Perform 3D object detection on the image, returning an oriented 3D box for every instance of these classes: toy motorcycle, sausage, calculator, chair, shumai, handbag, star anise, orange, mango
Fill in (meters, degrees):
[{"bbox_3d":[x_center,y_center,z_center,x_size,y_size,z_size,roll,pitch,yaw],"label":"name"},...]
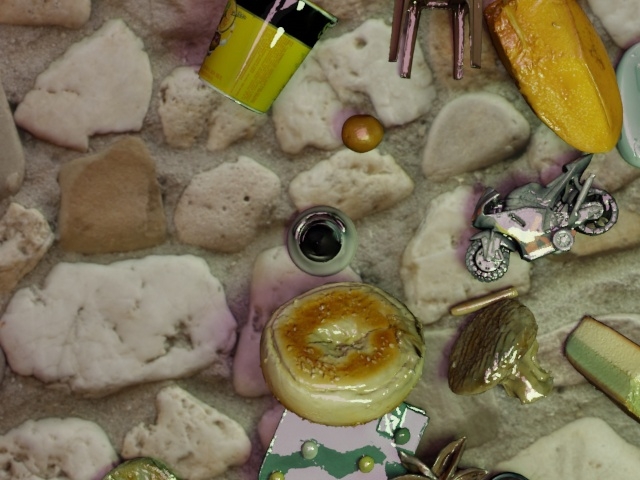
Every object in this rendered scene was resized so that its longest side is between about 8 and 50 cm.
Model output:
[{"bbox_3d":[0.400,-0.045,1.885,0.307,0.108,0.173,-24,81,1],"label":"toy motorcycle"},{"bbox_3d":[0.313,0.118,1.925,0.132,0.024,0.024,-19,87,3],"label":"sausage"},{"bbox_3d":[0.648,-0.237,1.899,0.186,0.041,0.298,-5,86,5],"label":"calculator"},{"bbox_3d":[0.223,-0.472,1.873,0.176,0.183,0.326,3,89,4],"label":"chair"},{"bbox_3d":[0.344,0.225,1.872,0.153,0.161,0.209,38,72,-16],"label":"shumai"},{"bbox_3d":[0.035,0.398,1.902,0.269,0.100,0.274,24,91,6],"label":"handbag"},{"bbox_3d":[0.218,0.474,1.851,0.212,0.073,0.196,-8,80,-21],"label":"star anise"},{"bbox_3d":[0.081,-0.207,1.931,0.085,0.085,0.084,0,88,5],"label":"orange"},{"bbox_3d":[0.444,-0.316,1.835,0.199,0.201,0.350,-36,92,-22],"label":"mango"}]

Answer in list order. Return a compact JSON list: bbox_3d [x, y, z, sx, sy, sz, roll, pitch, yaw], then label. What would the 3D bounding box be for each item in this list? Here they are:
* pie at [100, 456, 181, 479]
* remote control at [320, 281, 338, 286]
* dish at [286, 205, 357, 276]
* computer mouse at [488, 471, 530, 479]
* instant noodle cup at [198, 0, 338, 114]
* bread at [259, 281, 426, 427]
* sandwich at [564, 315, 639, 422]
[{"bbox_3d":[-0.348,0.515,1.960,0.187,0.041,0.186,0,88,5],"label":"pie"},{"bbox_3d":[0.089,0.173,1.943,0.245,0.022,0.077,42,94,5],"label":"remote control"},{"bbox_3d":[0.000,0.000,1.928,0.141,0.078,0.141,0,88,5],"label":"dish"},{"bbox_3d":[0.401,0.532,1.869,0.233,0.096,0.137,32,91,4],"label":"computer mouse"},{"bbox_3d":[-0.112,-0.374,1.902,0.216,0.215,0.236,31,100,5],"label":"instant noodle cup"},{"bbox_3d":[0.041,0.213,1.817,0.306,0.158,0.305,1,44,-1],"label":"bread"},{"bbox_3d":[0.555,0.241,1.822,0.220,0.186,0.108,42,90,5],"label":"sandwich"}]
